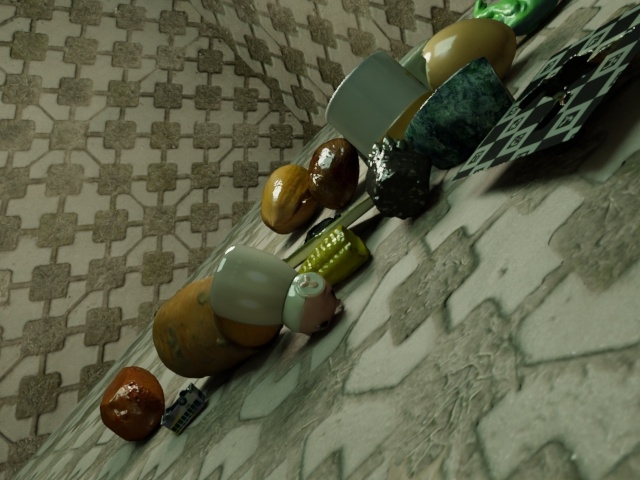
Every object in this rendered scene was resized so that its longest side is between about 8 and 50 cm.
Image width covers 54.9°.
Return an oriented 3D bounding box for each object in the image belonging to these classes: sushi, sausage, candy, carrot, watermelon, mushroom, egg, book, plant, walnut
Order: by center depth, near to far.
[{"bbox_3d":[0.415,-0.230,1.021,0.359,0.064,0.343,-49,9,-15],"label":"sushi"},{"bbox_3d":[0.166,-0.135,1.314,0.195,0.132,0.129,-87,16,-54],"label":"plant"},{"bbox_3d":[0.009,0.059,1.316,0.199,0.094,0.106,-42,7,22],"label":"candy"},{"bbox_3d":[0.323,-0.257,1.346,0.226,0.148,0.318,-31,-10,-28],"label":"watermelon"},{"bbox_3d":[-0.243,0.194,1.414,0.340,0.224,0.224,-23,24,47],"label":"carrot"},{"bbox_3d":[0.000,0.000,1.533,0.239,0.035,0.352,-38,0,-36],"label":"book"},{"bbox_3d":[0.383,-0.466,1.583,0.244,0.201,0.201,-26,19,24],"label":"egg"},{"bbox_3d":[-0.487,0.421,1.612,0.153,0.141,0.268,-46,15,-10],"label":"sausage"},{"bbox_3d":[0.031,-0.209,1.863,0.231,0.138,0.194,-110,23,-46],"label":"mushroom"},{"bbox_3d":[-0.109,-0.132,2.098,0.203,0.203,0.298,-32,20,44],"label":"walnut"}]

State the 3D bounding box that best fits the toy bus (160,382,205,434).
[{"bbox_3d":[-0.301,0.373,1.366,0.102,0.058,0.052,-50,13,0],"label":"toy bus"}]

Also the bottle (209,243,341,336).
[{"bbox_3d":[-0.079,0.105,1.186,0.147,0.236,0.148,16,-90,-77],"label":"bottle"}]

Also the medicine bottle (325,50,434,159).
[{"bbox_3d":[0.170,-0.326,1.589,0.238,0.232,0.238,-44,-9,-9],"label":"medicine bottle"}]

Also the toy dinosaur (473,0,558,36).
[{"bbox_3d":[0.575,-0.596,1.696,0.374,0.144,0.500,-1,52,50],"label":"toy dinosaur"}]

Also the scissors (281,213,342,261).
[{"bbox_3d":[-0.046,0.012,1.767,0.109,0.022,0.300,-19,-16,-47],"label":"scissors"}]

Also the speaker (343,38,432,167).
[{"bbox_3d":[0.247,-0.421,1.907,0.406,0.184,0.183,-44,12,3],"label":"speaker"}]
